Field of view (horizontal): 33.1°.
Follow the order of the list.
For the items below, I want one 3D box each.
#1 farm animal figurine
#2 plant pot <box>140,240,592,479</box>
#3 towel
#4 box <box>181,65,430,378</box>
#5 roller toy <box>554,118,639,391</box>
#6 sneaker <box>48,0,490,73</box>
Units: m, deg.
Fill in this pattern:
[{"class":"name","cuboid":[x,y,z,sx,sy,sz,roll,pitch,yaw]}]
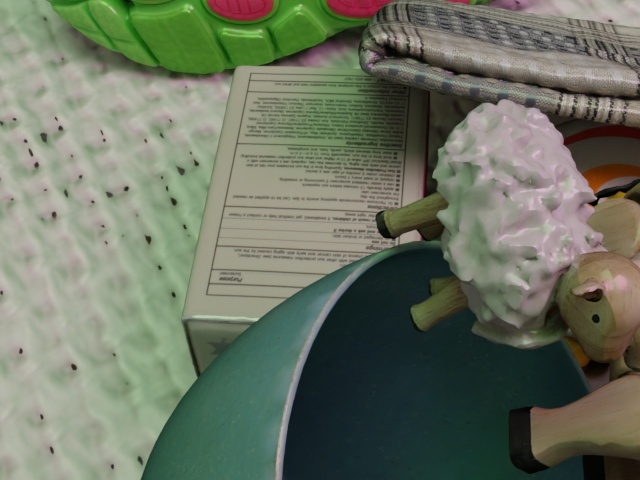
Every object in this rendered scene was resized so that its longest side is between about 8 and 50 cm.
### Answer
[{"class":"farm animal figurine","cuboid":[0.201,0.103,0.514,0.172,0.330,0.327,-24,66,38]},{"class":"plant pot","cuboid":[0.010,0.163,0.576,0.195,0.290,0.290,-18,41,39]},{"class":"towel","cuboid":[0.192,-0.131,0.772,0.324,0.056,0.312,11,16,3]},{"class":"box","cuboid":[0.000,0.000,0.767,0.148,0.127,0.232,3,53,6]},{"class":"roller toy","cuboid":[0.200,0.016,0.729,0.209,0.146,0.191,-4,52,1]},{"class":"sneaker","cuboid":[-0.027,-0.280,0.984,0.482,0.185,0.202,-7,34,-5]}]
